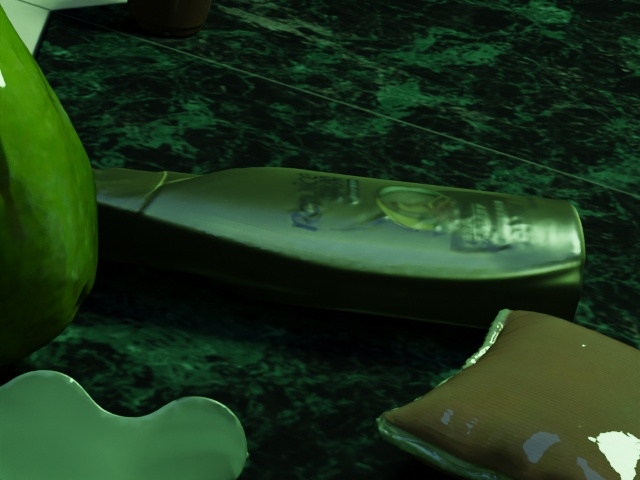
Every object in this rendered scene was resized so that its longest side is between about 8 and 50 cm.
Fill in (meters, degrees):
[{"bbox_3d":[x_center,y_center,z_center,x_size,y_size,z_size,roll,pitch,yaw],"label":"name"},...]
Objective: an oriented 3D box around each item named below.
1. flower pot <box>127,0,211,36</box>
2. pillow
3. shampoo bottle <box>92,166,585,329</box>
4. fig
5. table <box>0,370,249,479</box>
[{"bbox_3d":[-0.141,-0.245,1.589,0.111,0.089,0.111,8,27,-4],"label":"flower pot"},{"bbox_3d":[0.143,0.112,0.988,0.171,0.075,0.179,23,29,26],"label":"pillow"},{"bbox_3d":[0.000,0.000,1.158,0.350,0.084,0.125,7,28,-2],"label":"shampoo bottle"},{"bbox_3d":[-0.221,-0.059,0.987,0.206,0.275,0.206,8,25,-4],"label":"fig"},{"bbox_3d":[-0.133,0.139,0.771,0.198,0.167,0.166,11,25,-15],"label":"table"}]
